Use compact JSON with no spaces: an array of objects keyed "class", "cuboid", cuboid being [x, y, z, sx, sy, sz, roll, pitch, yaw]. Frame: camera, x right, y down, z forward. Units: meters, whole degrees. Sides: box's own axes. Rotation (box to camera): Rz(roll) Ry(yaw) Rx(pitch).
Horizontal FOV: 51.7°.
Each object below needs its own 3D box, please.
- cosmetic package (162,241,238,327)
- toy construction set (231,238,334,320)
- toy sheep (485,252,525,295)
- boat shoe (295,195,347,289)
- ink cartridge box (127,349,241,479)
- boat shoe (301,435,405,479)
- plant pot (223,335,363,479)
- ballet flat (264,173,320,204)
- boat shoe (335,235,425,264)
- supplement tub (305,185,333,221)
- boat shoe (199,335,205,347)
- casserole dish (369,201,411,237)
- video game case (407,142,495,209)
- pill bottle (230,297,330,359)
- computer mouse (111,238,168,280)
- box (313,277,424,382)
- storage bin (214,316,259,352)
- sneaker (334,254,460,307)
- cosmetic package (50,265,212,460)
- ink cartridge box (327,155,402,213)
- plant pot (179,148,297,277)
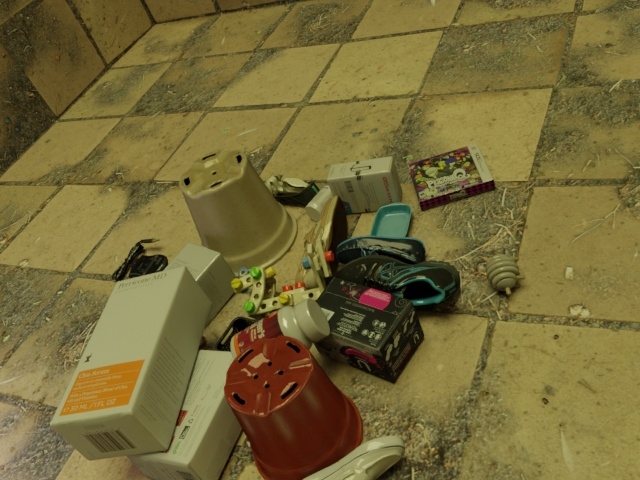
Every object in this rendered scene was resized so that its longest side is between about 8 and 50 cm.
[{"class":"cosmetic package","cuboid":[-0.369,0.131,1.967,0.151,0.152,0.184,17,56,38]},{"class":"toy construction set","cuboid":[-0.085,0.129,1.803,0.327,0.151,0.215,-23,61,28]},{"class":"toy sheep","cuboid":[0.462,0.083,1.666,0.091,0.091,0.132,-17,45,9]},{"class":"boat shoe","cuboid":[0.000,0.000,1.958,0.110,0.122,0.341,-6,45,23]},{"class":"ink cartridge box","cuboid":[-0.332,0.429,1.636,0.271,0.130,0.310,-1,44,30]},{"class":"boat shoe","cuboid":[0.066,0.505,1.382,0.267,0.096,0.088,-26,43,-1]},{"class":"plant pot","cuboid":[-0.071,0.369,1.466,0.272,0.265,0.273,-14,41,12]},{"class":"ballet flat","cuboid":[-0.121,-0.178,2.239,0.280,0.096,0.095,4,46,30]},{"class":"boat shoe","cuboid":[0.160,0.040,1.849,0.258,0.109,0.089,-7,45,23]},{"class":"supplement tub","cuboid":[0.008,-0.120,2.130,0.071,0.071,0.107,16,53,39]},{"class":"boat shoe","cuboid":[-0.391,0.304,1.877,0.136,0.049,0.043,-25,-3,3]},{"class":"casserole dish","cuboid":[0.213,-0.039,1.964,0.114,0.037,0.188,-4,43,23]},{"class":"video game case","cuboid":[0.401,-0.200,2.046,0.231,0.042,0.210,-16,38,10]},{"class":"pill bottle","cuboid":[-0.096,0.232,1.579,0.221,0.121,0.121,-31,37,16]},{"class":"computer mouse","cuboid":[-0.571,0.070,2.220,0.261,0.060,0.184,-6,45,39]},{"class":"box","cuboid":[0.105,0.220,1.644,0.247,0.142,0.163,14,53,39]},{"class":"storage bin","cuboid":[-0.173,0.286,1.754,0.180,0.084,0.122,9,49,33]},{"class":"sneaker","cuboid":[0.182,0.110,1.710,0.340,0.125,0.139,-5,14,23]},{"class":"cosmetic package","cuboid":[-0.447,0.290,1.632,0.229,0.162,0.453,-14,38,18]},{"class":"ink cartridge box","cuboid":[0.141,-0.169,2.057,0.203,0.148,0.086,-5,41,20]},{"class":"plant pot","cuboid":[-0.278,-0.104,2.070,0.333,0.306,0.334,-14,41,12]}]
